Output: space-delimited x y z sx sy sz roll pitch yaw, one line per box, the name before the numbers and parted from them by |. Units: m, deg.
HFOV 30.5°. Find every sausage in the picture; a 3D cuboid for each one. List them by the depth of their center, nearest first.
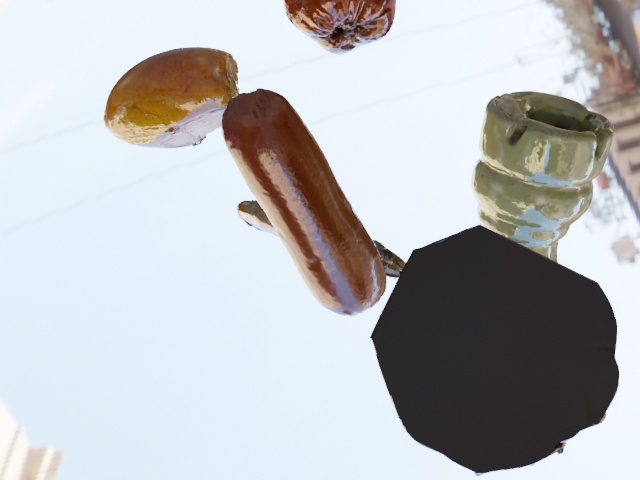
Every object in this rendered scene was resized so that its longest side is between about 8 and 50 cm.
sausage | -0.014 -0.036 1.305 0.089 0.300 0.083 -7 -144 39

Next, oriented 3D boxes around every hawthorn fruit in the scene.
hawthorn fruit | 0.024 -0.289 1.328 0.133 0.133 0.138 -13 -119 16

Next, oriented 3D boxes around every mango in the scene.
mango | -0.231 -0.216 1.816 0.252 0.154 0.126 -17 -120 28

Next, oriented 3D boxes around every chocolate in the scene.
chocolate | 0.162 0.106 1.139 0.206 0.224 0.177 -64 179 3

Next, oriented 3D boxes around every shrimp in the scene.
shrimp | 0.000 0.000 1.458 0.126 0.223 0.047 132 -20 -78

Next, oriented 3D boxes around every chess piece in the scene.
chess piece | 0.280 0.013 1.718 0.234 0.442 0.234 8 -153 -4
